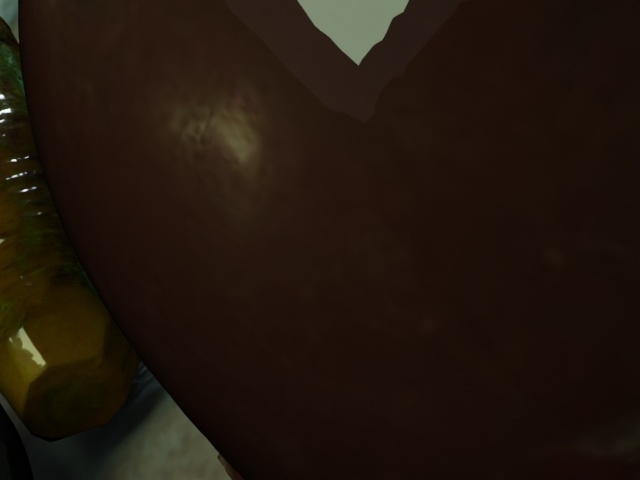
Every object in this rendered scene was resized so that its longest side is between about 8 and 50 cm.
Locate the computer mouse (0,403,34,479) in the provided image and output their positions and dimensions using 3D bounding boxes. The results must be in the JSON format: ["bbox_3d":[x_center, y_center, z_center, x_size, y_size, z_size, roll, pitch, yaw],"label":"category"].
[{"bbox_3d":[-0.229,0.116,0.700,0.269,0.100,0.170,13,85,22],"label":"computer mouse"}]

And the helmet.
[{"bbox_3d":[0.046,-0.059,0.454,0.337,0.230,0.385,-25,56,19],"label":"helmet"}]

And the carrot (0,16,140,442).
[{"bbox_3d":[-0.142,-0.018,0.737,0.070,0.070,0.260,-43,46,17],"label":"carrot"}]
